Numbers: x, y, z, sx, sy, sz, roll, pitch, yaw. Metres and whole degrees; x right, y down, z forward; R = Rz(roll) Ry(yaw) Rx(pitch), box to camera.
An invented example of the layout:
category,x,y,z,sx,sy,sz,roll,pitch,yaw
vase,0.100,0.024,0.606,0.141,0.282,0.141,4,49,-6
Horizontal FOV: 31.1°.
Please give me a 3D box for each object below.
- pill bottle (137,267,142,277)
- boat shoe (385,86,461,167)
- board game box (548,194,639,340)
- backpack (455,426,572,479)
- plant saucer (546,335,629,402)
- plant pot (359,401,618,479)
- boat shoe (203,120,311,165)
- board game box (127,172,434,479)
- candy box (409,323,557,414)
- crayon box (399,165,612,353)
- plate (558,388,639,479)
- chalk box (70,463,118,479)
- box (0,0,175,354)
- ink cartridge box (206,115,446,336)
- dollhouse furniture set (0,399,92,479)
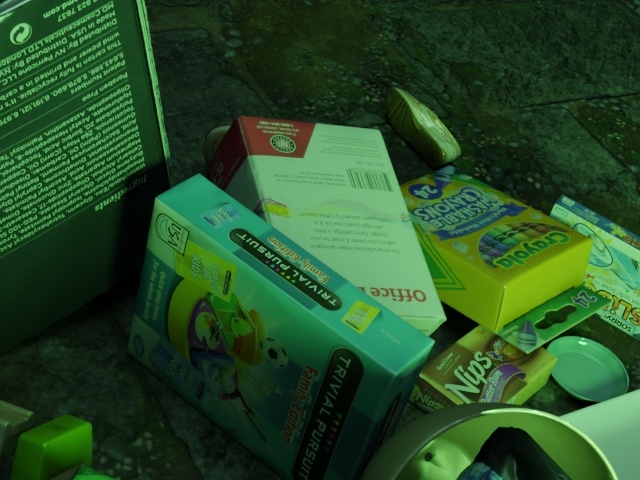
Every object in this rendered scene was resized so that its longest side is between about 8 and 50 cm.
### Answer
category,x,y,z,sx,sy,sz,roll,pitch,yaw
pill bottle,-0.173,0.010,1.524,0.137,0.078,0.078,-2,43,-23
boat shoe,0.169,-0.188,1.902,0.059,0.063,0.170,-13,58,-36
board game box,0.406,0.040,1.660,0.201,0.136,0.035,31,40,17
backpack,0.136,0.376,0.970,0.355,0.273,0.290,-43,80,0
plant saucer,0.359,0.180,1.568,0.119,0.021,0.119,11,39,-9
plant pot,0.147,0.292,1.201,0.284,0.284,0.191,2,5,-18
boat shoe,-0.042,-0.132,1.728,0.285,0.103,0.092,6,35,-20
board game box,-0.060,0.120,1.298,0.336,0.254,0.079,35,43,21
candy box,0.210,0.178,1.491,0.109,0.053,0.186,37,41,25
crayon box,0.230,0.014,1.615,0.203,0.083,0.323,-23,42,-39
plate,0.434,0.270,1.405,0.277,0.045,0.278,-14,24,-26
chalk box,-0.137,0.369,1.038,0.288,0.179,0.180,21,40,4
box,-0.428,-0.213,1.334,0.297,0.472,0.480,-35,59,-22
ink cartridge box,0.000,0.000,1.489,0.226,0.131,0.306,4,55,-30
dollhouse furniture set,-0.413,0.237,1.183,0.301,0.151,0.197,15,15,24
